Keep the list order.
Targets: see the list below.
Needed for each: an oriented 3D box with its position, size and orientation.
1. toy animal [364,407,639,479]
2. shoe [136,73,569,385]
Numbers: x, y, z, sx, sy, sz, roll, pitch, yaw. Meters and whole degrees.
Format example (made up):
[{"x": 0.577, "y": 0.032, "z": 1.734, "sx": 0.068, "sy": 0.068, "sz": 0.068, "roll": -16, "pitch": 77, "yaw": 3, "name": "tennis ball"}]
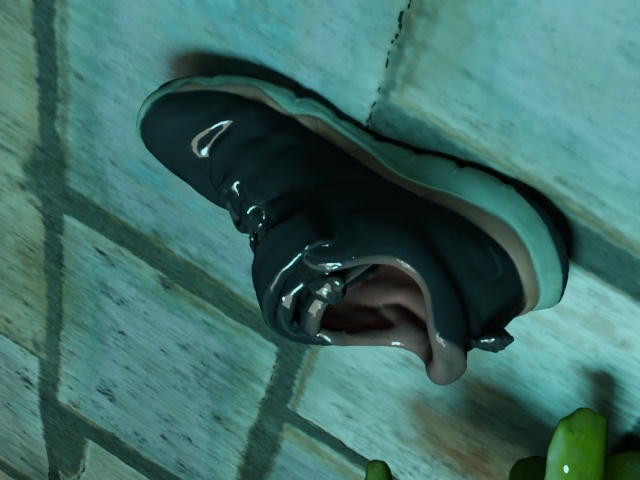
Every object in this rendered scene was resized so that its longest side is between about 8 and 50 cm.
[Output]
[{"x": 0.190, "y": 0.210, "z": 0.842, "sx": 0.362, "sy": 0.180, "sz": 0.181, "roll": -10, "pitch": 167, "yaw": -4, "name": "toy animal"}, {"x": 0.000, "y": 0.000, "z": 0.757, "sx": 0.291, "sy": 0.137, "sz": 0.114, "roll": 26, "pitch": 146, "yaw": 19, "name": "shoe"}]
